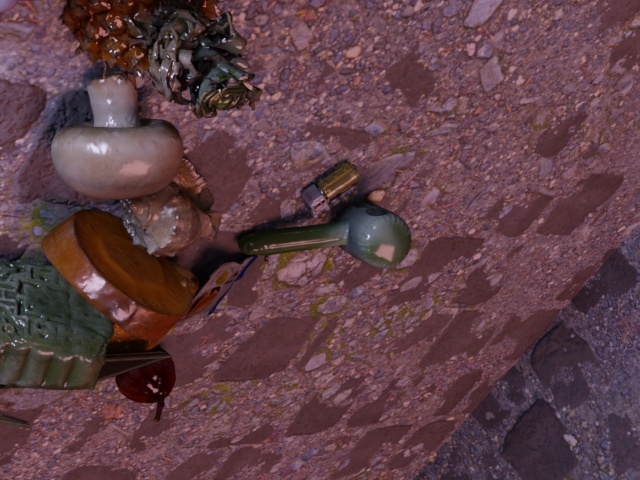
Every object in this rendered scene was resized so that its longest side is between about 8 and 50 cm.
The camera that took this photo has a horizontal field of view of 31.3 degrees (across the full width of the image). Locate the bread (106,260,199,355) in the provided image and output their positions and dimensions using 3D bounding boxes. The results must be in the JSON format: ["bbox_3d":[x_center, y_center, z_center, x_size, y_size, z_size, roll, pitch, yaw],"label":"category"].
[{"bbox_3d":[-0.364,0.124,2.137,0.235,0.099,0.210,-4,140,-48],"label":"bread"}]

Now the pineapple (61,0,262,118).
[{"bbox_3d":[-0.198,-0.273,1.591,0.262,0.272,0.262,-26,147,-18],"label":"pineapple"}]

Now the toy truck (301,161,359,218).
[{"bbox_3d":[0.022,-0.102,2.250,0.123,0.052,0.063,-35,145,-4],"label":"toy truck"}]

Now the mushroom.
[{"bbox_3d":[-0.310,-0.162,1.748,0.204,0.204,0.204,-25,147,-18],"label":"mushroom"}]

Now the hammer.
[{"bbox_3d":[0.000,0.000,2.280,0.335,0.206,0.119,-7,102,-16],"label":"hammer"}]

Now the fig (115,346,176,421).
[{"bbox_3d":[-0.358,0.281,2.326,0.128,0.150,0.128,0,117,-1],"label":"fig"}]

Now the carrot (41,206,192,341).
[{"bbox_3d":[-0.333,0.055,1.883,0.258,0.307,0.100,36,96,-22],"label":"carrot"}]

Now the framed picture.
[{"bbox_3d":[-0.449,0.247,2.174,0.273,0.016,0.216,-21,164,40],"label":"framed picture"}]

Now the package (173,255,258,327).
[{"bbox_3d":[-0.209,0.098,2.277,0.171,0.027,0.173,-52,164,19],"label":"package"}]

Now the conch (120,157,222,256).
[{"bbox_3d":[-0.248,-0.058,1.934,0.245,0.163,0.178,11,85,-56],"label":"conch"}]

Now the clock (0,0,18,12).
[{"bbox_3d":[-0.403,-0.351,1.416,0.254,0.189,0.189,-23,150,8],"label":"clock"}]

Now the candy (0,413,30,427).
[{"bbox_3d":[-0.629,0.352,2.233,0.060,0.060,0.201,-41,156,7],"label":"candy"}]

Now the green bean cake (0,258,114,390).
[{"bbox_3d":[-0.465,0.140,1.907,0.227,0.222,0.125,12,126,-24],"label":"green bean cake"}]
